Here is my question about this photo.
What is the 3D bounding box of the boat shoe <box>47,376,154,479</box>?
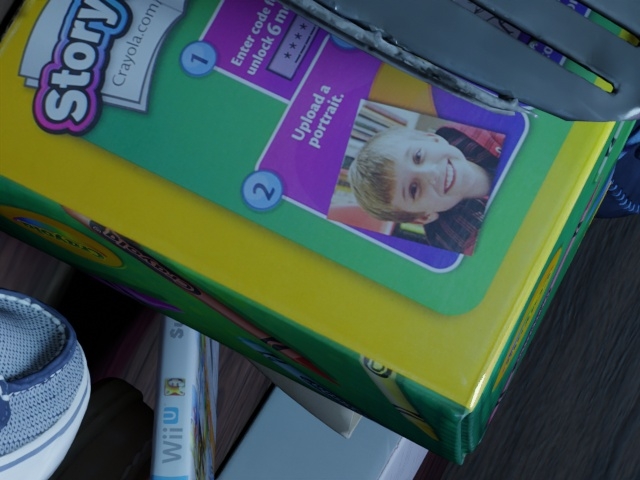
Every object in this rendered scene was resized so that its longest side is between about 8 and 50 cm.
[{"bbox_3d":[-0.111,0.202,0.677,0.302,0.098,0.109,-68,168,7],"label":"boat shoe"}]

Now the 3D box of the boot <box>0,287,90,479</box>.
[{"bbox_3d":[-0.100,0.021,0.415,0.086,0.069,0.190,-65,167,17],"label":"boot"}]

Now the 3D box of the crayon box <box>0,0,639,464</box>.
[{"bbox_3d":[0.032,-0.097,0.513,0.278,0.165,0.081,-61,168,-11],"label":"crayon box"}]

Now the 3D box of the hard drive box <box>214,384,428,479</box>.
[{"bbox_3d":[0.022,0.124,1.128,0.232,0.089,0.181,-58,167,-31],"label":"hard drive box"}]

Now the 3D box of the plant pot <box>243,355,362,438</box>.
[{"bbox_3d":[0.000,0.000,0.751,0.109,0.096,0.109,-56,167,-35],"label":"plant pot"}]

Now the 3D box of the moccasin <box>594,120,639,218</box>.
[{"bbox_3d":[0.138,-0.106,0.835,0.342,0.117,0.138,52,48,-57],"label":"moccasin"}]

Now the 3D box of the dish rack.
[{"bbox_3d":[0.062,-0.174,0.418,0.271,0.208,0.074,-61,-174,-6],"label":"dish rack"}]

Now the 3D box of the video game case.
[{"bbox_3d":[-0.049,0.054,0.641,0.119,0.015,0.166,91,-1,-52],"label":"video game case"}]
